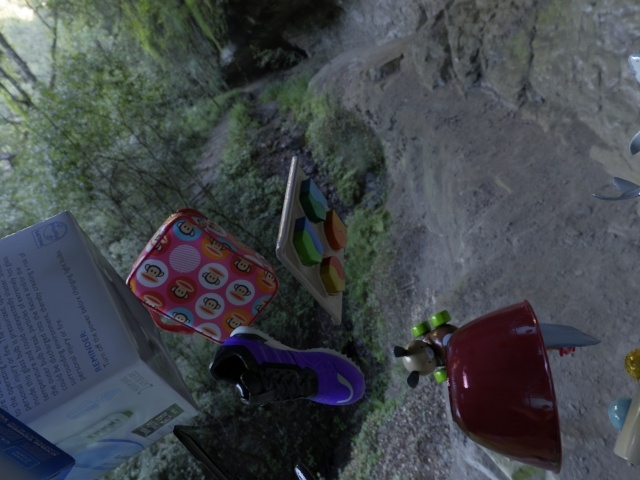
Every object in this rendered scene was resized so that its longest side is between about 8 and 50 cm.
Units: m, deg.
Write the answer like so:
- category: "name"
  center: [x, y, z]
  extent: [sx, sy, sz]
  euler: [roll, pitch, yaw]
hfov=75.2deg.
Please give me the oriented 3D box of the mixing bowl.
- category: "mixing bowl"
  center: [0.197, 0.161, 0.474]
  extent: [0.098, 0.182, 0.182]
  euler: [-7, 36, 17]

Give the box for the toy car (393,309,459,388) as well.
- category: "toy car"
  center: [0.261, 0.282, 1.027]
  extent: [0.188, 0.155, 0.149]
  euler: [-9, -25, -38]

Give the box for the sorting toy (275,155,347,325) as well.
- category: "sorting toy"
  center: [0.000, 0.000, 0.643]
  extent: [0.038, 0.208, 0.193]
  euler: [-14, 45, 20]

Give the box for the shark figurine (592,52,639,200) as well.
- category: "shark figurine"
  center: [0.517, -0.153, 0.595]
  extent: [0.166, 0.278, 0.116]
  euler: [20, 64, 34]

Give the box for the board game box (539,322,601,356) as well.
- category: "board game box"
  center: [0.353, 0.164, 0.664]
  extent: [0.133, 0.033, 0.168]
  euler: [-2, 1, 9]

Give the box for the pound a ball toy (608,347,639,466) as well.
- category: "pound a ball toy"
  center: [0.509, 0.166, 0.573]
  extent: [0.135, 0.208, 0.320]
  euler: [19, 83, 38]

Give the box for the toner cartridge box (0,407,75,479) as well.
- category: "toner cartridge box"
  center: [-0.349, 0.093, 0.267]
  extent: [0.075, 0.347, 0.165]
  euler: [-55, 1, -21]

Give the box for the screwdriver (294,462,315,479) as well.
- category: "screwdriver"
  center: [0.002, 0.436, 0.686]
  extent: [0.025, 0.024, 0.170]
  euler: [-33, 33, -14]

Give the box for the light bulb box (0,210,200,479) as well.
- category: "light bulb box"
  center: [-0.398, 0.209, 0.543]
  extent: [0.360, 0.358, 0.225]
  euler: [-29, 66, -19]

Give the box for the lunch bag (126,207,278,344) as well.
- category: "lunch bag"
  center: [-0.268, 0.101, 0.937]
  extent: [0.258, 0.293, 0.120]
  euler: [-50, 22, 5]

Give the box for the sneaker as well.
- category: "sneaker"
  center: [-0.071, 0.254, 0.752]
  extent: [0.292, 0.102, 0.146]
  euler: [11, 16, 18]

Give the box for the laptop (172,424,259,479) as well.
- category: "laptop"
  center: [-0.048, 0.408, 0.380]
  extent: [0.236, 0.382, 0.409]
  euler: [11, 64, -6]
